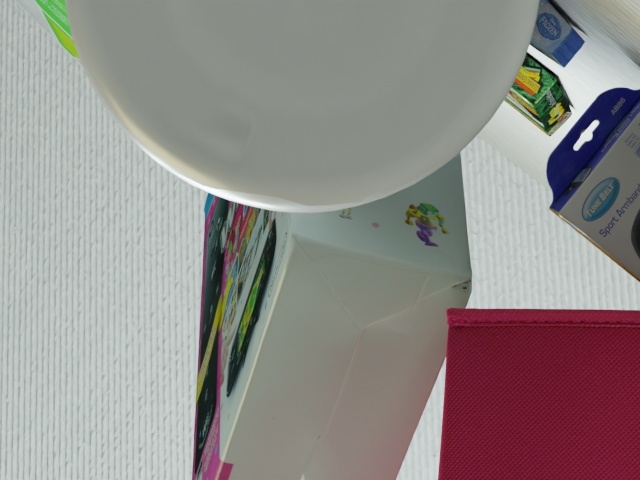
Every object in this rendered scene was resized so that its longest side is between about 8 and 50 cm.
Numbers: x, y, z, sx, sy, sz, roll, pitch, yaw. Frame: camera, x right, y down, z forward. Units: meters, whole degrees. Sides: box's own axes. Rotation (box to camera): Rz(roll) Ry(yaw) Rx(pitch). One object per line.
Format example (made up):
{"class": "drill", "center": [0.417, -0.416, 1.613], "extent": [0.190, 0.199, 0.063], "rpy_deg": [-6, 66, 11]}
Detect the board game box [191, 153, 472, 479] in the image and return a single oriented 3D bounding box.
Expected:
{"class": "board game box", "center": [0.000, 0.000, 1.051], "extent": [0.097, 0.224, 0.303], "rpy_deg": [13, -144, -9]}

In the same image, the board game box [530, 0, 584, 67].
{"class": "board game box", "center": [0.080, -0.133, 0.971], "extent": [0.090, 0.020, 0.090], "rpy_deg": [42, -175, 40]}

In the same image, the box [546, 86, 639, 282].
{"class": "box", "center": [0.178, -0.014, 0.948], "extent": [0.136, 0.081, 0.028], "rpy_deg": [38, -177, -11]}

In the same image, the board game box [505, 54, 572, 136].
{"class": "board game box", "center": [0.063, -0.169, 1.347], "extent": [0.259, 0.030, 0.136], "rpy_deg": [39, -175, 14]}

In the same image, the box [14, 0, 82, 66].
{"class": "box", "center": [-0.157, -0.227, 0.977], "extent": [0.262, 0.127, 0.231], "rpy_deg": [44, 173, 18]}

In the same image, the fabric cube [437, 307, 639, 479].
{"class": "fabric cube", "center": [0.202, 0.181, 0.903], "extent": [0.254, 0.258, 0.259], "rpy_deg": [-1, 167, 22]}

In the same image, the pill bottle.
{"class": "pill bottle", "center": [-0.006, -0.098, 0.765], "extent": [0.160, 0.160, 0.283], "rpy_deg": [39, -177, -2]}
